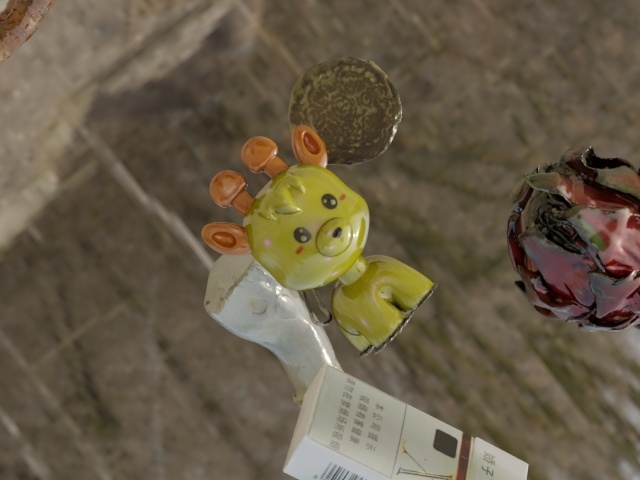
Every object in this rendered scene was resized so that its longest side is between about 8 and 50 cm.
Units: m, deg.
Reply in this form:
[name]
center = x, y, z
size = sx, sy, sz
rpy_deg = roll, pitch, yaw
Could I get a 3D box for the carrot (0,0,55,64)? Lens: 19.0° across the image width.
[carrot]
center = -0.219, -0.172, 1.422
size = 0.165, 0.035, 0.035
rpy_deg = -57, -176, -3

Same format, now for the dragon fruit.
[dragon fruit]
center = 0.262, 0.002, 1.805
size = 0.182, 0.188, 0.182
rpy_deg = -53, 176, -6

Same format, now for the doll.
[doll]
center = 0.000, 0.000, 1.730
size = 0.143, 0.221, 0.135
rpy_deg = -50, -172, -11

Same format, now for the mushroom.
[mushroom]
center = -0.038, 0.102, 2.077
size = 0.081, 0.223, 0.092
rpy_deg = -22, -146, 26

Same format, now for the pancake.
[pancake]
center = 0.023, -0.122, 1.796
size = 0.115, 0.115, 0.011
rpy_deg = -38, 161, 1

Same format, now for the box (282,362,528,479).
[box]
center = 0.056, 0.148, 1.238
size = 0.040, 0.154, 0.084
rpy_deg = -61, -174, 30
